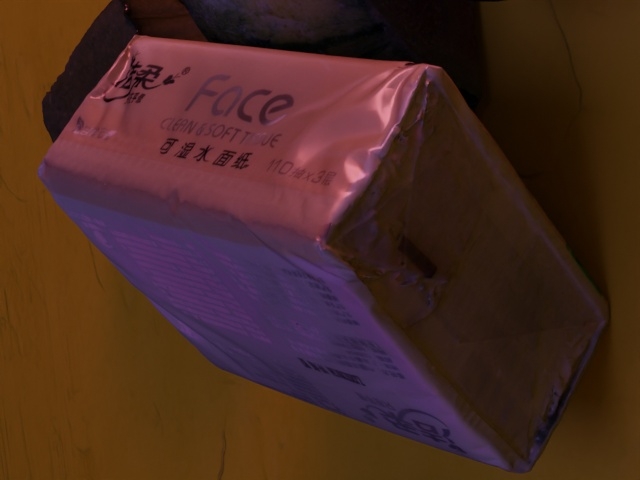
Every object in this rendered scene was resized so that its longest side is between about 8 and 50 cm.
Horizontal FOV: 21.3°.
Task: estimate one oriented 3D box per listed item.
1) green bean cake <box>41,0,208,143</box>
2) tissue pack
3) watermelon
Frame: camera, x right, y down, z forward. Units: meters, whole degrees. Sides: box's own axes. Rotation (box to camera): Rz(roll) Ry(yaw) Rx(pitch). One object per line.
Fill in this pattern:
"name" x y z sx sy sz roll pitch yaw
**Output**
"green bean cake" -0.181 -0.131 1.819 0.227 0.125 0.223 -52 58 43
"tissue pack" 0.000 0.000 1.466 0.405 0.205 0.332 13 153 48
"watermelon" 0.034 -0.209 1.533 0.213 0.201 0.262 1 143 51
